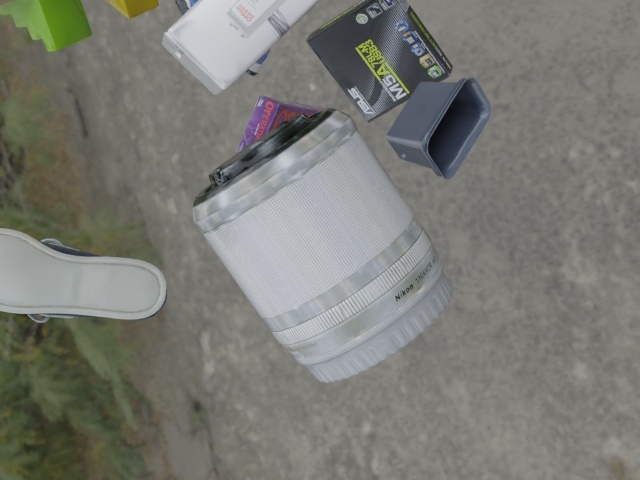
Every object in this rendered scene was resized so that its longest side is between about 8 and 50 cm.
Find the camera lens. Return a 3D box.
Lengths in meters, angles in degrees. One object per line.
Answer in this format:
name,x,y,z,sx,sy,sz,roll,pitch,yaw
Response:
camera lens,0.000,0.000,1.255,0.274,0.219,0.219,56,158,-9

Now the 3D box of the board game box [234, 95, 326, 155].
board game box,-0.072,-0.160,2.012,0.056,0.347,0.208,23,101,17

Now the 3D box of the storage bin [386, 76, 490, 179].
storage bin,0.162,-0.159,1.488,0.091,0.135,0.098,17,157,43

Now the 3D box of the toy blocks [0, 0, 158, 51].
toy blocks,-0.324,-0.254,0.933,0.261,0.381,0.190,-3,114,32

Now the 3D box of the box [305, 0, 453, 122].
box,0.102,-0.323,1.851,0.184,0.045,0.190,-27,112,29

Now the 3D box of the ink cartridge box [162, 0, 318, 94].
ink cartridge box,-0.087,-0.348,1.549,0.117,0.283,0.207,46,177,-10

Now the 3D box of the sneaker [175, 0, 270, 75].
sneaker,-0.179,-0.397,1.971,0.211,0.081,0.080,37,-174,-30

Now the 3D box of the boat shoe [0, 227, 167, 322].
boat shoe,-0.299,0.042,1.192,0.079,0.255,0.095,133,140,-75
